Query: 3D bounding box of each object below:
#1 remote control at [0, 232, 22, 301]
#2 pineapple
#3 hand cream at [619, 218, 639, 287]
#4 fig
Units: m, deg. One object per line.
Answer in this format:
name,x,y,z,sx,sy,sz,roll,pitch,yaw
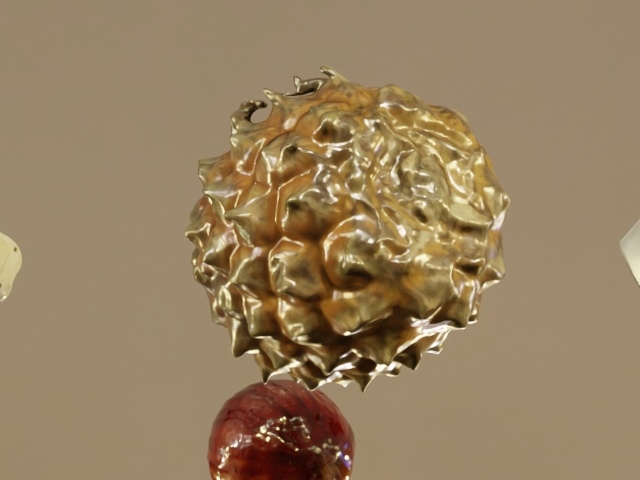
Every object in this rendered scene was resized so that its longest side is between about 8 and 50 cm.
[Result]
remote control,-0.328,0.001,1.134,0.032,0.074,0.122,-18,-53,24
pineapple,0.000,0.000,0.642,0.166,0.166,0.193,18,-28,-25
hand cream,0.356,-0.044,1.116,0.048,0.079,0.255,-2,-41,-30
fig,-0.034,0.179,1.007,0.128,0.150,0.129,0,-86,3
